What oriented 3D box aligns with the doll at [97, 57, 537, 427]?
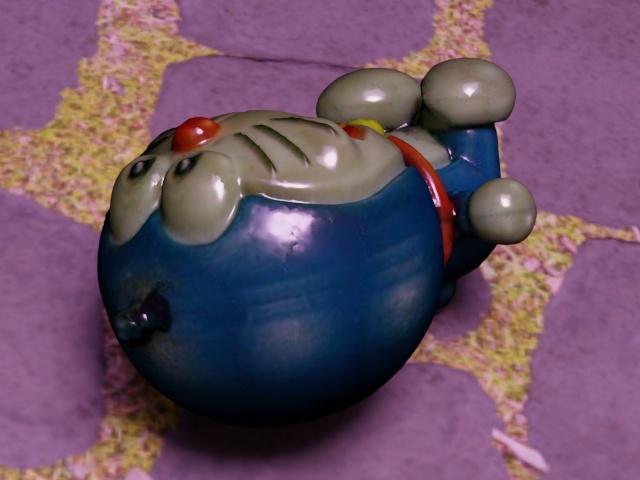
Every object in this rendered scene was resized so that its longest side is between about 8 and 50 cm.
[{"bbox_3d":[-0.001,0.000,0.945,0.322,0.186,0.198,-22,15,-41],"label":"doll"}]
